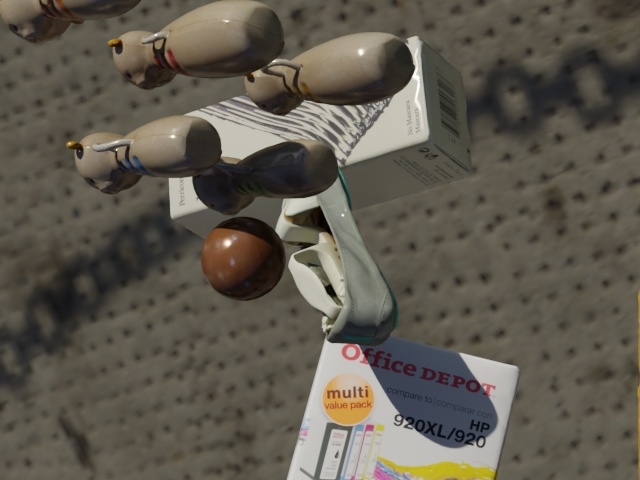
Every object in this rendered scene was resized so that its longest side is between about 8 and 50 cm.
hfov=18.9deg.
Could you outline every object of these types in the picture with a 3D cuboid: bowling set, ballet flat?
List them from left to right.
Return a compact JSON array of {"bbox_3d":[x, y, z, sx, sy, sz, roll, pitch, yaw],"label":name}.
[{"bbox_3d":[-0.088,-0.062,1.251,0.154,0.287,0.200,-6,73,52],"label":"bowling set"},{"bbox_3d":[0.000,0.000,1.573,0.213,0.068,0.072,-115,33,-40],"label":"ballet flat"}]

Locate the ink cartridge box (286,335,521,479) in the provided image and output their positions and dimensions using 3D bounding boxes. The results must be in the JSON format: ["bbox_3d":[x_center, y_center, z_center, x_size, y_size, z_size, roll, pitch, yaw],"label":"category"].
[{"bbox_3d":[0.059,0.208,1.644,0.171,0.168,0.233,14,79,3],"label":"ink cartridge box"}]

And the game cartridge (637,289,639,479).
[{"bbox_3d":[0.458,0.185,1.816,0.052,0.323,0.285,160,111,-76],"label":"game cartridge"}]

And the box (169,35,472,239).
[{"bbox_3d":[-0.004,-0.087,1.769,0.275,0.094,0.113,-17,64,26],"label":"box"}]
